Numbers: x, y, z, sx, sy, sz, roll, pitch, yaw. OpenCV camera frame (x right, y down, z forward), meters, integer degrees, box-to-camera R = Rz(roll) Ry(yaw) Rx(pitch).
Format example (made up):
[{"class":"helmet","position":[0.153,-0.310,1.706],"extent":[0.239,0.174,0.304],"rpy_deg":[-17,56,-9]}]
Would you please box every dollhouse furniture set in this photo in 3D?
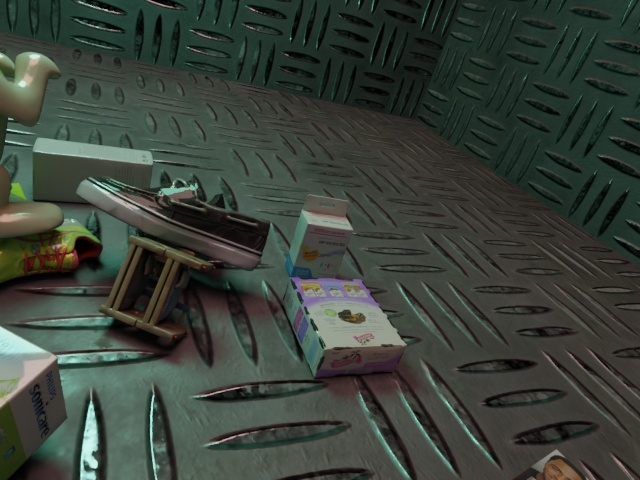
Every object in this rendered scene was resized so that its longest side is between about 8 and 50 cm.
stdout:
[{"class":"dollhouse furniture set","position":[-0.253,0.078,0.791],"extent":[0.129,0.129,0.183],"rpy_deg":[22,-2,4]}]

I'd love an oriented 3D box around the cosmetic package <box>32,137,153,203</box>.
[{"class":"cosmetic package","position":[-0.502,-0.148,1.018],"extent":[0.231,0.117,0.085],"rpy_deg":[4,30,-28]}]

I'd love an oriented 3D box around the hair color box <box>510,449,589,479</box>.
[{"class":"hair color box","position":[0.329,0.367,0.667],"extent":[0.141,0.043,0.072],"rpy_deg":[-4,34,-38]}]

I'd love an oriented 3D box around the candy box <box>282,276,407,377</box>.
[{"class":"candy box","position":[0.037,0.154,0.848],"extent":[0.165,0.070,0.196],"rpy_deg":[5,30,-26]}]

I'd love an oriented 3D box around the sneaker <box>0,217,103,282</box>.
[{"class":"sneaker","position":[-0.460,0.022,0.772],"extent":[0.094,0.081,0.208],"rpy_deg":[27,28,11]}]

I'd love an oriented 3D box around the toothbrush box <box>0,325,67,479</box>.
[{"class":"toothbrush box","position":[-0.419,0.191,0.404],"extent":[0.206,0.122,0.283],"rpy_deg":[24,36,9]}]

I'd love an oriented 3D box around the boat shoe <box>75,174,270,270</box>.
[{"class":"boat shoe","position":[-0.251,-0.055,0.829],"extent":[0.335,0.119,0.121],"rpy_deg":[23,-3,-21]}]

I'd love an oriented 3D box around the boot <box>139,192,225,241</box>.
[{"class":"boot","position":[-0.293,-0.048,0.992],"extent":[0.161,0.083,0.246],"rpy_deg":[-7,11,-2]}]

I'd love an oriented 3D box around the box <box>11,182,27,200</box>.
[{"class":"box","position":[-0.603,-0.049,0.852],"extent":[0.109,0.042,0.178],"rpy_deg":[-9,38,-41]}]

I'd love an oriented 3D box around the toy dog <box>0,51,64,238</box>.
[{"class":"toy dog","position":[-0.599,-0.223,0.651],"extent":[0.285,0.407,0.396],"rpy_deg":[25,27,39]}]

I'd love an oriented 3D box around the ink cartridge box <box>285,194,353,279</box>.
[{"class":"ink cartridge box","position":[0.000,0.000,0.984],"extent":[0.105,0.181,0.061],"rpy_deg":[7,29,-20]}]
